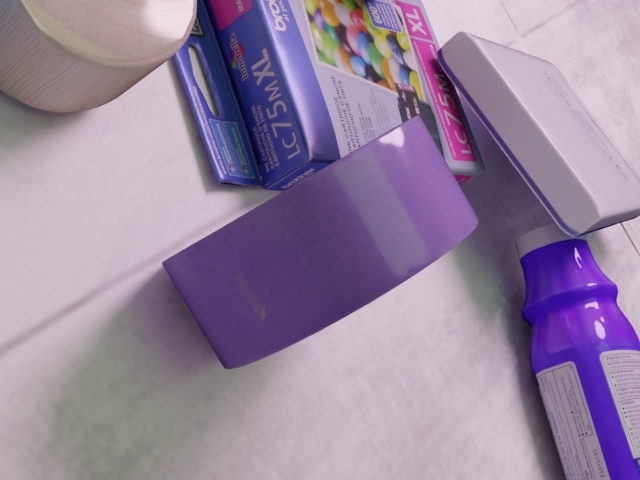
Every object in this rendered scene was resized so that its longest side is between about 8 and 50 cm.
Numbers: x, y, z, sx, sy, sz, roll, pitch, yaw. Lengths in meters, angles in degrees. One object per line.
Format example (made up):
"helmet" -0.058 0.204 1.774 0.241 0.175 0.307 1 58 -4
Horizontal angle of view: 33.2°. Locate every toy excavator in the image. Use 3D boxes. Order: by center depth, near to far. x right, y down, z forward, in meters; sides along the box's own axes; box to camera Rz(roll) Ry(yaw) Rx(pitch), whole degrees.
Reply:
"toy excavator" -0.164 -0.356 0.740 0.433 0.222 0.445 53 51 -12

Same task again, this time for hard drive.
"hard drive" 0.240 -0.106 1.087 0.210 0.040 0.319 56 23 12

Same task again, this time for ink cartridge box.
"ink cartridge box" 0.010 -0.133 0.893 0.311 0.065 0.185 -3 69 -49

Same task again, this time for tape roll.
"tape roll" 0.000 0.000 0.684 0.080 0.189 0.189 59 36 -4

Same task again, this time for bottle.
"bottle" 0.250 0.122 0.988 0.118 0.092 0.282 11 59 -52
